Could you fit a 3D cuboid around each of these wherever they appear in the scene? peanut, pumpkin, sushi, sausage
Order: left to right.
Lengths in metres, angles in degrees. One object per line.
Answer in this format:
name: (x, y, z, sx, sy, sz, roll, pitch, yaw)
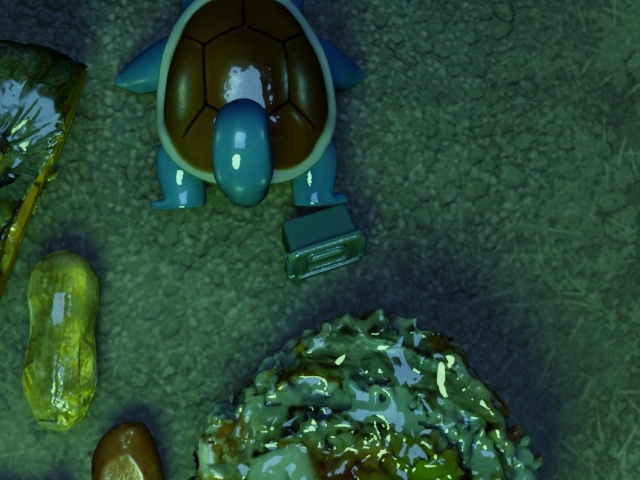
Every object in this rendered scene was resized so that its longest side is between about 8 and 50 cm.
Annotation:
pumpkin: (-0.410, -0.088, 1.654, 0.232, 0.242, 0.325, 20, 70, -9)
peanut: (-0.292, 0.112, 1.694, 0.087, 0.087, 0.207, 1, 74, -5)
sausage: (-0.210, 0.290, 1.658, 0.089, 0.089, 0.179, -6, 86, -7)
sushi: (0.047, 0.287, 1.634, 0.417, 0.176, 0.417, 1, 76, -5)

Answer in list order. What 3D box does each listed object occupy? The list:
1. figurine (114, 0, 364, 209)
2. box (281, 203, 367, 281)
figurine: (-0.097, -0.160, 1.722, 0.298, 0.243, 0.416, -6, 46, 3)
box: (0.000, 0.000, 1.758, 0.099, 0.074, 0.054, -18, 68, -10)
